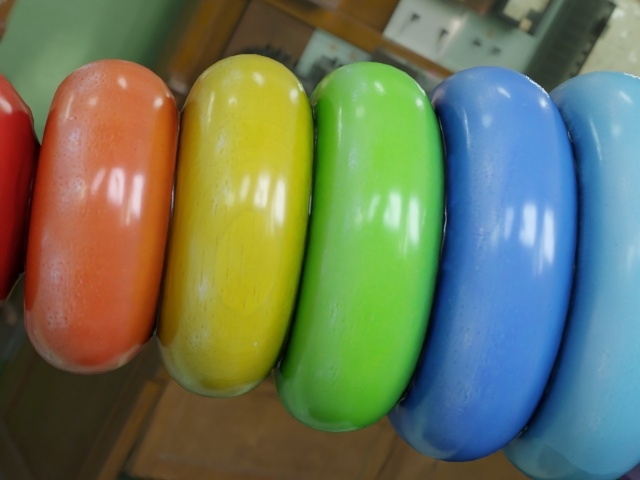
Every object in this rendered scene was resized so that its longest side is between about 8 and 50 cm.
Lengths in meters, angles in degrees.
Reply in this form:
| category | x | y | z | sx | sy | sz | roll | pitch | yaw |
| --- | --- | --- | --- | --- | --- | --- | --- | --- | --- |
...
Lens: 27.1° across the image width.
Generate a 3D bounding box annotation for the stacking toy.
| category | x | y | z | sx | sy | sz | roll | pitch | yaw |
| --- | --- | --- | --- | --- | --- | --- | --- | --- | --- |
| stacking toy | 0.000 | 0.000 | 0.385 | 0.330 | 0.141 | 0.141 | 7 | 15 | -7 |
